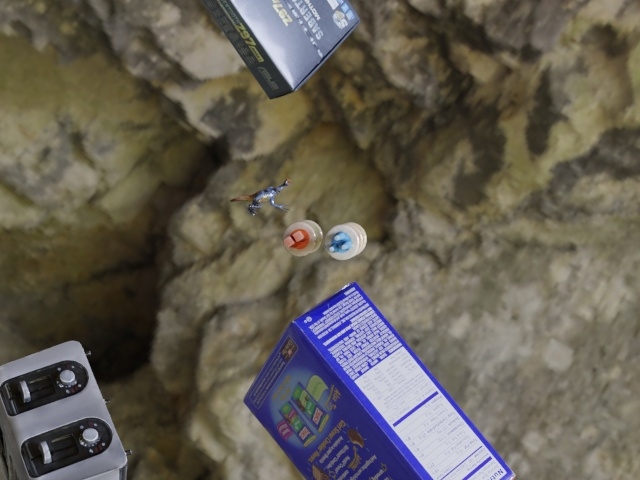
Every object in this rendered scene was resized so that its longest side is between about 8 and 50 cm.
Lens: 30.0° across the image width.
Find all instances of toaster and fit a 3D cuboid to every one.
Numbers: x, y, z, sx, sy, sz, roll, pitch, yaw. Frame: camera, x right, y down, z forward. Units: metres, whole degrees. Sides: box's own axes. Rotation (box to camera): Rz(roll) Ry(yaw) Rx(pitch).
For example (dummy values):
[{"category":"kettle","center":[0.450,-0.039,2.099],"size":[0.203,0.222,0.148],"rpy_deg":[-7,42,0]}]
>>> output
[{"category":"toaster","center":[-0.277,0.226,1.268],"size":[0.168,0.110,0.186],"rpy_deg":[61,-26,33]}]

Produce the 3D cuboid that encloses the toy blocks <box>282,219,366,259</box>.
[{"category":"toy blocks","center":[0.000,0.000,1.770],"size":[0.123,0.054,0.148],"rpy_deg":[3,3,9]}]

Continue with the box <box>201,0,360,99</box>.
[{"category":"box","center":[-0.067,-0.336,1.607],"size":[0.059,0.183,0.233],"rpy_deg":[-12,-60,48]}]

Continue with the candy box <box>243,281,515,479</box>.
[{"category":"candy box","center":[0.065,0.252,1.538],"size":[0.317,0.122,0.268],"rpy_deg":[51,-31,13]}]

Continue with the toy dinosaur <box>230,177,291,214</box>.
[{"category":"toy dinosaur","center":[-0.088,-0.080,1.961],"size":[0.090,0.082,0.047],"rpy_deg":[28,-42,10]}]
